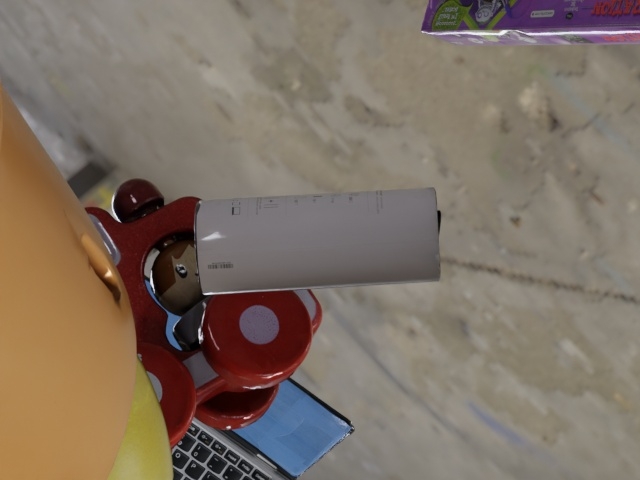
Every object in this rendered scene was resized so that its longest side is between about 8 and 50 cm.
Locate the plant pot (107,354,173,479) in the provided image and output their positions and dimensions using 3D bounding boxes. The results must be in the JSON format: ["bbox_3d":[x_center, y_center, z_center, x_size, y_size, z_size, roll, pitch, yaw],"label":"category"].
[{"bbox_3d":[-0.165,0.114,1.027,0.134,0.134,0.095,22,112,52],"label":"plant pot"}]

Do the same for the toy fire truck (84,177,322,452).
[{"bbox_3d":[-0.162,0.071,1.389,0.254,0.302,0.169,55,156,11],"label":"toy fire truck"}]

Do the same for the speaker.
[{"bbox_3d":[0.000,0.000,0.846,0.055,0.136,0.055,-4,-90,-89],"label":"speaker"}]

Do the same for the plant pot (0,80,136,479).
[{"bbox_3d":[-0.203,0.028,0.550,0.291,0.291,0.203,31,172,39],"label":"plant pot"}]

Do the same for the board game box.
[{"bbox_3d":[0.216,-0.261,1.207,0.056,0.208,0.347,20,177,-30],"label":"board game box"}]

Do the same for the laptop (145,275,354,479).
[{"bbox_3d":[-0.223,0.238,1.751,0.382,0.408,0.236,36,-172,0],"label":"laptop"}]
